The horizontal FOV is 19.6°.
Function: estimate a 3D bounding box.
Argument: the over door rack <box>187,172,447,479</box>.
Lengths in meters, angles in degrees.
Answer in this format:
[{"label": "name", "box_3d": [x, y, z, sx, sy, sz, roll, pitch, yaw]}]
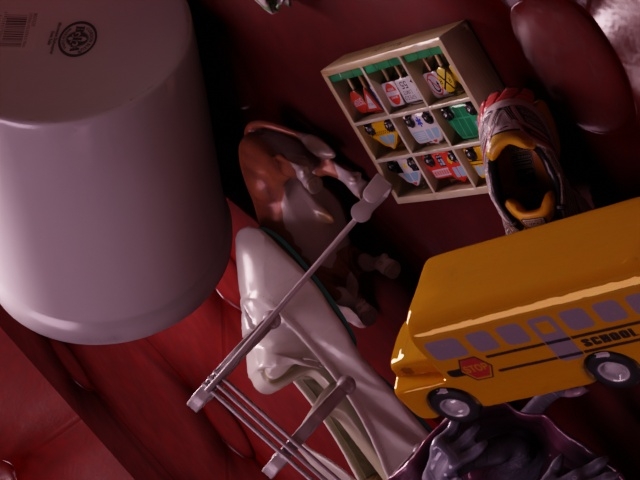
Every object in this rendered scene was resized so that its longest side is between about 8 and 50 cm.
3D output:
[{"label": "over door rack", "box_3d": [0.051, 0.127, 1.969, 0.239, 0.324, 0.108, 41, -172, 3]}]

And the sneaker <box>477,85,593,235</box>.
[{"label": "sneaker", "box_3d": [0.195, -0.023, 1.684, 0.225, 0.088, 0.093, 62, -159, -24]}]

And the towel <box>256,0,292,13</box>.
[{"label": "towel", "box_3d": [-0.125, -0.406, 1.889, 0.248, 0.038, 0.325, 42, 156, 31]}]

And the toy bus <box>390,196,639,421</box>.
[{"label": "toy bus", "box_3d": [0.195, 0.063, 1.641, 0.332, 0.108, 0.130, -17, 129, 40]}]

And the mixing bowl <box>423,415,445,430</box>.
[{"label": "mixing bowl", "box_3d": [0.181, 0.239, 2.138, 0.181, 0.098, 0.181, 44, 157, 24]}]

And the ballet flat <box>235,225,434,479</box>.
[{"label": "ballet flat", "box_3d": [0.002, 0.164, 2.080, 0.400, 0.139, 0.139, 52, 159, 5]}]

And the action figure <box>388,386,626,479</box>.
[{"label": "action figure", "box_3d": [0.231, 0.288, 1.857, 0.248, 0.275, 0.370, 50, 179, 22]}]

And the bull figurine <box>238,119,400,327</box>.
[{"label": "bull figurine", "box_3d": [0.000, 0.000, 2.158, 0.188, 0.101, 0.310, 16, 139, 52]}]

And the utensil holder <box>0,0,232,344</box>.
[{"label": "utensil holder", "box_3d": [-0.283, -0.115, 2.276, 0.327, 0.327, 0.385, 41, 152, 31]}]

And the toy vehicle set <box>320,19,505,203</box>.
[{"label": "toy vehicle set", "box_3d": [0.108, -0.122, 1.834, 0.166, 0.035, 0.267, 58, 158, -11]}]
